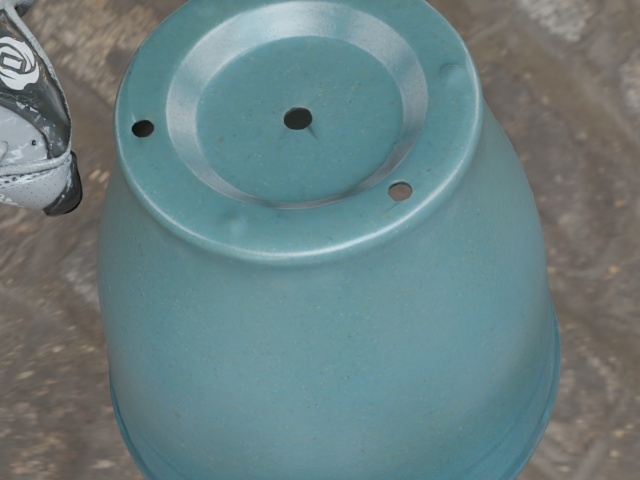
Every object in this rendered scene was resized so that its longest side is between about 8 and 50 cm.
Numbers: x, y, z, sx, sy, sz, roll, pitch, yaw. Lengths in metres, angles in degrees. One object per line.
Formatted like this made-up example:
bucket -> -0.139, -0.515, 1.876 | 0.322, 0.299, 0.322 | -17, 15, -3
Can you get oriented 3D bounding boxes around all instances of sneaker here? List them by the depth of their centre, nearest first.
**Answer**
sneaker -> -0.159, -0.010, 0.663 | 0.132, 0.086, 0.228 | 19, 75, -23

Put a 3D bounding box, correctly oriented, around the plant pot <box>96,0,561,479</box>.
plant pot -> 0.000, 0.000, 0.940 | 0.272, 0.255, 0.271 | -2, 57, 3
